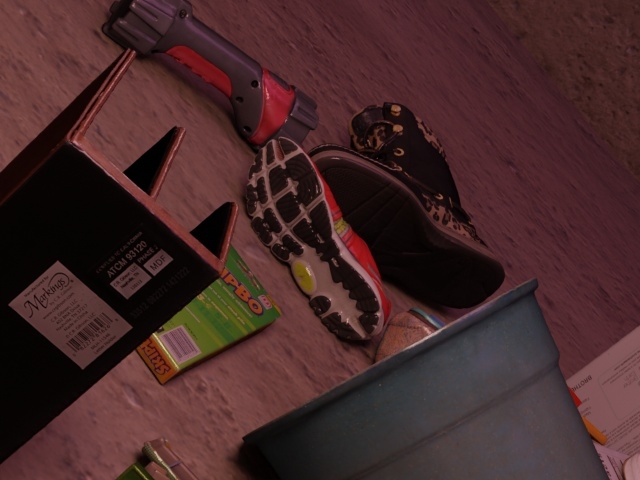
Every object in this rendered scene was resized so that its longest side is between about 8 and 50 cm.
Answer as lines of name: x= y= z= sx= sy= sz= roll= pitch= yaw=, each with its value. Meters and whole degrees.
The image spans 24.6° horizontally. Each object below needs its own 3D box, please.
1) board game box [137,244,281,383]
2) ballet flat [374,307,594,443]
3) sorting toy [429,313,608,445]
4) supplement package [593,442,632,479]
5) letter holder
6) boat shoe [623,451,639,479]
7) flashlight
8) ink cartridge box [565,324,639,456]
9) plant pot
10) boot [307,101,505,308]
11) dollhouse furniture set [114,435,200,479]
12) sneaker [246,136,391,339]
board game box: x=-0.136 y=0.066 z=1.591 sx=0.124 sy=0.039 sz=0.259 roll=54 pitch=27 yaw=6
ballet flat: x=0.198 y=0.216 z=1.841 sx=0.316 sy=0.106 sz=0.107 roll=37 pitch=-16 yaw=8
sorting toy: x=0.277 y=0.179 z=1.932 sx=0.196 sy=0.047 sz=0.348 roll=43 pitch=-5 yaw=-34
supplement package: x=0.316 y=0.365 z=1.763 sx=0.293 sy=0.177 sz=0.175 roll=23 pitch=38 yaw=-45
letter holder: x=-0.218 y=0.015 z=1.194 sx=0.152 sy=0.302 sz=0.214 roll=43 pitch=25 yaw=-16
boat shoe: x=0.423 y=0.342 z=1.652 sx=0.098 sy=0.096 sz=0.277 roll=30 pitch=35 yaw=-39
flashlight: x=-0.144 y=-0.219 z=1.925 sx=0.304 sy=0.103 sz=0.103 roll=32 pitch=63 yaw=-27
ink cartridge box: x=0.465 y=0.339 z=1.947 sx=0.151 sy=0.270 sz=0.395 roll=20 pitch=38 yaw=-44
plant pot: x=0.148 y=0.263 z=1.483 sx=0.334 sy=0.341 sz=0.341 roll=61 pitch=25 yaw=5
boot: x=0.089 y=-0.084 z=2.074 sx=0.377 sy=0.138 sz=0.284 roll=28 pitch=30 yaw=-34
dollhouse furniture set: x=-0.156 y=0.230 z=1.335 sx=0.076 sy=0.058 sz=0.152 roll=45 pitch=4 yaw=7
sneaker: x=0.000 y=0.000 z=1.863 sx=0.279 sy=0.107 sz=0.118 roll=63 pitch=19 yaw=3
